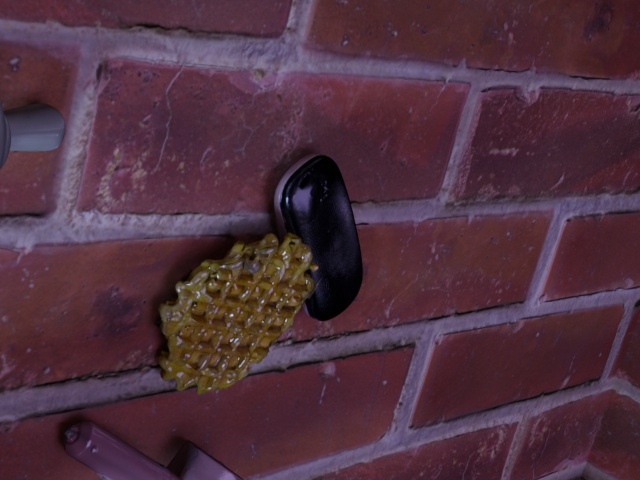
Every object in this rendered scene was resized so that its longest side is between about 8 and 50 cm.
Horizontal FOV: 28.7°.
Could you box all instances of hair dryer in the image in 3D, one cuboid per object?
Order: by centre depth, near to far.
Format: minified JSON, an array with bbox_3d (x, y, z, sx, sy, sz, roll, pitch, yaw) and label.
[{"bbox_3d":[-0.278,0.370,1.859,0.210,0.125,0.352,-54,133,-9],"label":"hair dryer"}]

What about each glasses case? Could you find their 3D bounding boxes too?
[{"bbox_3d":[0.000,0.000,1.969,0.122,0.075,0.314,-42,139,-27],"label":"glasses case"}]

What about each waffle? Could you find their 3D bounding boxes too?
[{"bbox_3d":[-0.126,0.110,1.877,0.280,0.060,0.262,-28,140,-22],"label":"waffle"}]

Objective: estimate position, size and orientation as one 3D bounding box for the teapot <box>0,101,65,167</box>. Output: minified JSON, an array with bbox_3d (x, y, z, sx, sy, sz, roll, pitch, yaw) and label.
[{"bbox_3d":[-0.405,-0.099,1.354,0.318,0.149,0.220,35,77,-53],"label":"teapot"}]
